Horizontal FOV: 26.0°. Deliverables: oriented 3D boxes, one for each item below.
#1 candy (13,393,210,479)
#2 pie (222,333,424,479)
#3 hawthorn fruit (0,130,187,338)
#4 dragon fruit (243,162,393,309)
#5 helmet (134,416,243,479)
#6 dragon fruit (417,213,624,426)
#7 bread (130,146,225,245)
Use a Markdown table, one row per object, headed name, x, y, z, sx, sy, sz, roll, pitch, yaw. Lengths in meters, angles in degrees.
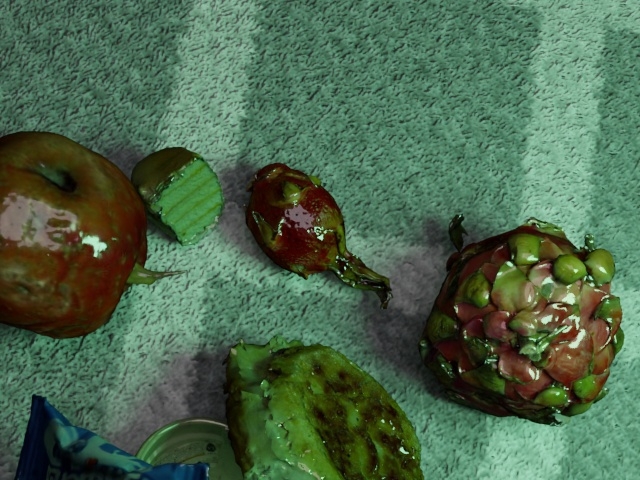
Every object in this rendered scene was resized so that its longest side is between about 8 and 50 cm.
| name | x | y | z | sx | sy | sz | roll | pitch | yaw |
| --- | --- | --- | --- | --- | --- | --- | --- | --- | --- |
| candy | -0.254 | 0.296 | 1.580 | 0.077 | 0.331 | 0.187 | 12 | 93 | -44 |
| pie | 0.020 | 0.257 | 1.673 | 0.355 | 0.288 | 0.103 | 44 | 114 | -5 |
| hawthorn fruit | -0.339 | -0.001 | 1.697 | 0.258 | 0.258 | 0.262 | -43 | 110 | -19 |
| dragon fruit | 0.000 | 0.000 | 1.815 | 0.246 | 0.125 | 0.125 | 41 | 67 | -2 |
| helmet | -0.126 | 0.351 | 1.658 | 0.204 | 0.137 | 0.257 | -17 | 55 | -23 |
| dragon fruit | 0.260 | 0.093 | 1.736 | 0.250 | 0.291 | 0.269 | 18 | 69 | 3 |
| bread | -0.194 | -0.075 | 1.797 | 0.103 | 0.156 | 0.110 | -36 | 62 | -14 |
